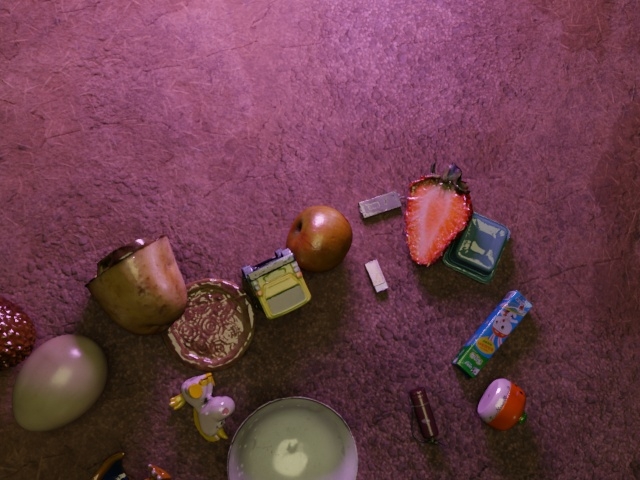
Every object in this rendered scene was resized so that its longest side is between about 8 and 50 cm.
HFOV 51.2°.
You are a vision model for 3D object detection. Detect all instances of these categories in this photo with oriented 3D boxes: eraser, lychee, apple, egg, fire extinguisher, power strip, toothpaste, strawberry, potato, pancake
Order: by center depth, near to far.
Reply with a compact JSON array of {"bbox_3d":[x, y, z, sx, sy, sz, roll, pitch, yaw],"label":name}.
[{"bbox_3d":[-0.798,0.220,1.575,0.238,0.200,0.200,14,79,-27],"label":"lychee"},{"bbox_3d":[-0.619,0.340,1.581,0.188,0.188,0.254,39,84,0],"label":"egg"},{"bbox_3d":[-0.427,0.121,1.609,0.242,0.285,0.243,21,55,-34],"label":"potato"},{"bbox_3d":[-0.287,0.218,1.719,0.250,0.031,0.250,0,84,-1],"label":"pancake"},{"bbox_3d":[0.000,0.000,1.729,0.155,0.182,0.182,30,77,-26],"label":"apple"},{"bbox_3d":[0.270,0.471,1.759,0.078,0.045,0.157,-19,84,18],"label":"fire extinguisher"},{"bbox_3d":[0.151,0.097,1.810,0.038,0.019,0.083,-21,85,-12],"label":"eraser"},{"bbox_3d":[0.468,0.253,1.813,0.065,0.050,0.267,43,79,-2],"label":"toothpaste"},{"bbox_3d":[0.323,-0.070,1.819,0.188,0.106,0.286,20,96,24],"label":"strawberry"},{"bbox_3d":[0.170,-0.100,1.844,0.136,0.019,0.051,-19,83,-10],"label":"power strip"}]

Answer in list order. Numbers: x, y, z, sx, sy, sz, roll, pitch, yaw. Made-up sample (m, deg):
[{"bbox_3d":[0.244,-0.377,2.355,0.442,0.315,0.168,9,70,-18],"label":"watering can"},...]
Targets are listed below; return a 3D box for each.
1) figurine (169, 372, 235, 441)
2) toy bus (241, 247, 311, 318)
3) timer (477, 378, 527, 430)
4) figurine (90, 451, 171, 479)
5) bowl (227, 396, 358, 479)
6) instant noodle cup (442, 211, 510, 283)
[{"bbox_3d":[-0.282,0.421,1.674,0.129,0.109,0.178,-43,89,15],"label":"figurine"},{"bbox_3d":[-0.114,0.110,1.655,0.128,0.262,0.150,-25,92,-9],"label":"toy bus"},{"bbox_3d":[0.491,0.441,1.762,0.136,0.099,0.136,0,88,2],"label":"timer"},{"bbox_3d":[-0.423,0.734,1.510,0.401,0.268,0.387,44,76,-4],"label":"figurine"},{"bbox_3d":[-0.072,0.536,1.647,0.313,0.146,0.313,1,83,-7],"label":"bowl"},{"bbox_3d":[0.435,0.012,1.839,0.157,0.070,0.179,25,80,-2],"label":"instant noodle cup"}]
